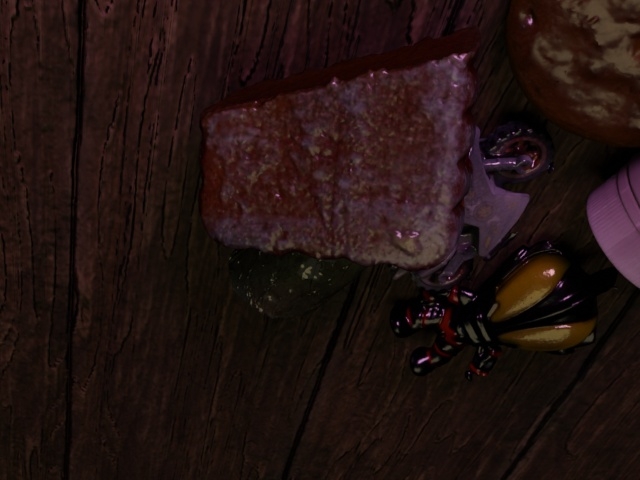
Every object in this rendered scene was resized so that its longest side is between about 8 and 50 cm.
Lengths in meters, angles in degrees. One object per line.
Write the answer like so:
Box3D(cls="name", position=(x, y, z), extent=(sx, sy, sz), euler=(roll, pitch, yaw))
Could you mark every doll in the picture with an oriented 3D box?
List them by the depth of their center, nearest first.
Box3D(cls="doll", position=(0.199, 0.081, 1.077), extent=(0.249, 0.088, 0.127), euler=(-17, 135, 25))

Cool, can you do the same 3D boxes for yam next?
Box3D(cls="yam", position=(0.000, 0.000, 0.983), extent=(0.107, 0.107, 0.183), euler=(28, 130, -26))

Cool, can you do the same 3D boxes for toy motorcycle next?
Box3D(cls="toy motorcycle", position=(0.128, -0.031, 0.952), extent=(0.123, 0.080, 0.215), euler=(15, 129, -20))

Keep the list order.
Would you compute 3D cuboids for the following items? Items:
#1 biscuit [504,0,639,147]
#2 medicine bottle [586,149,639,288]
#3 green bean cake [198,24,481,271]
Box3D(cls="biscuit", position=(0.248, -0.163, 0.797), extent=(0.212, 0.036, 0.212), euler=(10, 129, 13))
Box3D(cls="medicine bottle", position=(0.366, -0.065, 0.873), extent=(0.133, 0.133, 0.250), euler=(25, 135, -24))
Box3D(cls="green bean cake", position=(0.015, -0.081, 0.847), extent=(0.233, 0.097, 0.198), euler=(3, 103, 12))
